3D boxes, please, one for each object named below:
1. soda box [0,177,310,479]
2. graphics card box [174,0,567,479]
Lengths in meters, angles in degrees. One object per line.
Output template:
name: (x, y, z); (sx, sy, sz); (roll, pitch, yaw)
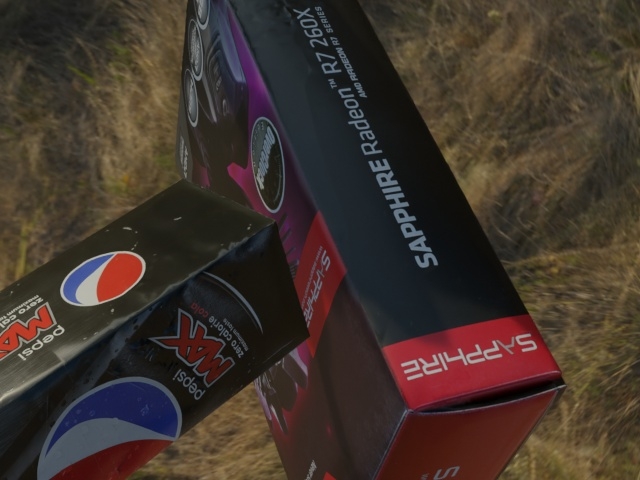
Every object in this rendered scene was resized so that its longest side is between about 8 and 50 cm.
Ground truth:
soda box: (-0.086, 0.048, 0.328); (0.169, 0.053, 0.060); (-36, 39, -27)
graphics card box: (0.000, 0.000, 0.655); (0.094, 0.233, 0.371); (-10, 56, -18)
